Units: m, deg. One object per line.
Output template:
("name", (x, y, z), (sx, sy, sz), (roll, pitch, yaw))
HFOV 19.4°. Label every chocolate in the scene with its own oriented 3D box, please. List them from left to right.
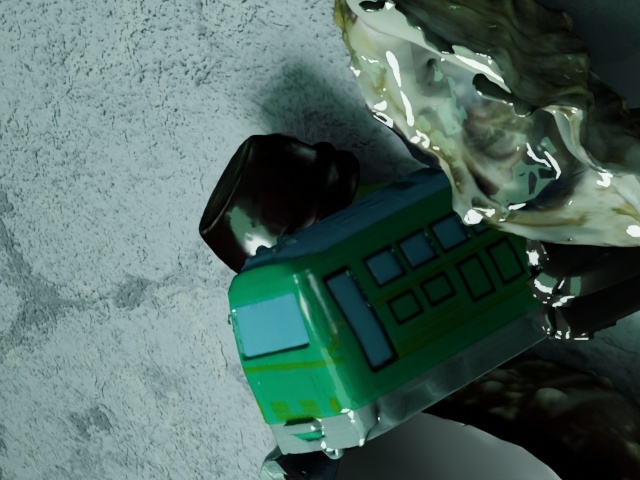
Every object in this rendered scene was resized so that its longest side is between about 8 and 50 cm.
("chocolate", (0.202, 0.219, 1.848), (0.340, 0.210, 0.225), (10, 121, 40))

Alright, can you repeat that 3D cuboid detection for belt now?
("belt", (-0.007, 0.294, 2.261), (0.140, 0.058, 0.105), (30, 145, 21))

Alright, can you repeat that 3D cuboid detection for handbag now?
("handbag", (0.225, -0.080, 1.505), (0.113, 0.257, 0.285), (-7, 106, 48))

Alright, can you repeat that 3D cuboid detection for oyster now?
("oyster", (0.129, -0.101, 1.315), (0.351, 0.115, 0.238), (43, 164, 16))

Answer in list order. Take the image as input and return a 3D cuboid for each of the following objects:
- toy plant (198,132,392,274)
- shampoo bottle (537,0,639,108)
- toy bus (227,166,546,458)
("toy plant", (0.000, 0.000, 1.922), (0.235, 0.175, 0.218), (28, 139, -12))
("shampoo bottle", (0.251, -0.249, 1.344), (0.273, 0.266, 0.273), (28, 140, 27))
("toy bus", (0.088, 0.045, 1.719), (0.183, 0.343, 0.199), (-19, 96, 59))
